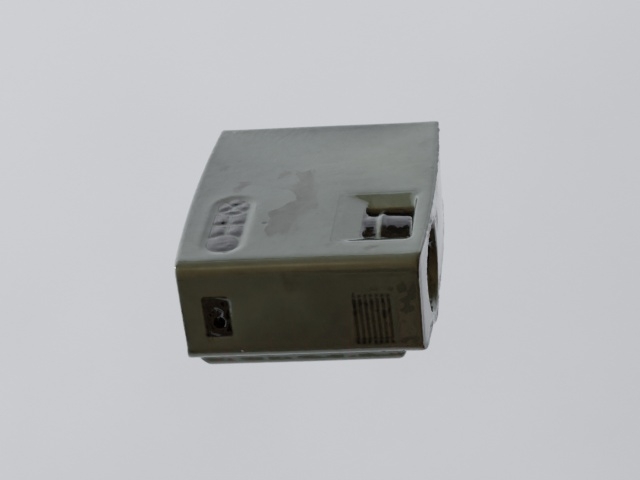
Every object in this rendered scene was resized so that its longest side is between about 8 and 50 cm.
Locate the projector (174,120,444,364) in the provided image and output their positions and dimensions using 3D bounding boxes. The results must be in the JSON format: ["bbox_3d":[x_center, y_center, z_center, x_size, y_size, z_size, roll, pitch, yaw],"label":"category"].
[{"bbox_3d":[0.000,0.000,0.916,0.115,0.147,0.061,-3,-62,9],"label":"projector"}]
